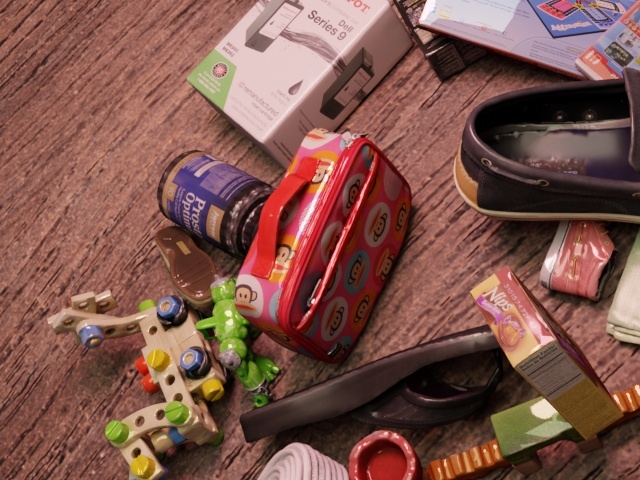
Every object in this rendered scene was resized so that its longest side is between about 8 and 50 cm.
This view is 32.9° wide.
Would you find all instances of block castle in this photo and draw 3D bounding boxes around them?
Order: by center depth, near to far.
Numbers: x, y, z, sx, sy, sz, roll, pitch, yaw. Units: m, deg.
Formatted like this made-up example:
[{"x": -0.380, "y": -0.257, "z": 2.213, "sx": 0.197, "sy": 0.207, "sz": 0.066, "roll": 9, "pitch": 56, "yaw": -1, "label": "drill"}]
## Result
[{"x": 0.277, "y": 0.304, "z": 1.218, "sx": 0.453, "sy": 0.213, "sz": 0.303, "roll": -23, "pitch": 59, "yaw": 14, "label": "block castle"}]

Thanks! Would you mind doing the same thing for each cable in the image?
[{"x": -0.052, "y": 0.370, "z": 1.285, "sx": 0.089, "sy": 0.257, "sz": 0.257, "roll": 27, "pitch": 101, "yaw": -9, "label": "cable"}]

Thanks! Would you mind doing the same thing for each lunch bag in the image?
[{"x": 0.000, "y": 0.000, "z": 1.468, "sx": 0.120, "sy": 0.258, "sz": 0.293, "roll": 16, "pitch": 75, "yaw": 31, "label": "lunch bag"}]

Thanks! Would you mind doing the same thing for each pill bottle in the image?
[{"x": -0.133, "y": -0.045, "z": 1.637, "sx": 0.219, "sy": 0.123, "sz": 0.123, "roll": 28, "pitch": 81, "yaw": 34, "label": "pill bottle"}]

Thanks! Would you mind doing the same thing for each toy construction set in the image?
[{"x": -0.254, "y": 0.199, "z": 1.577, "sx": 0.215, "sy": 0.151, "sz": 0.328, "roll": -35, "pitch": 67, "yaw": 7, "label": "toy construction set"}]

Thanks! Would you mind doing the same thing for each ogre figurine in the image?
[{"x": -0.114, "y": 0.131, "z": 1.547, "sx": 0.096, "sy": 0.118, "sz": 0.197, "roll": -2, "pitch": 67, "yaw": 25, "label": "ogre figurine"}]

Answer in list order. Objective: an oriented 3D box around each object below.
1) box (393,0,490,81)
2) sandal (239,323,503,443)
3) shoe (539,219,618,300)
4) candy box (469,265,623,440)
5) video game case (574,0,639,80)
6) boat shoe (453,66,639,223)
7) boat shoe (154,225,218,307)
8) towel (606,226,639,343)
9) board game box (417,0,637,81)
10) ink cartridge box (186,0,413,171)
[{"x": 0.219, "y": -0.353, "z": 1.636, "sx": 0.180, "sy": 0.077, "sz": 0.147, "roll": -31, "pitch": 57, "yaw": 9, "label": "box"}, {"x": 0.107, "y": 0.200, "z": 1.408, "sx": 0.445, "sy": 0.167, "sz": 0.107, "roll": -24, "pitch": 84, "yaw": 23, "label": "sandal"}, {"x": 0.356, "y": -0.009, "z": 1.421, "sx": 0.081, "sy": 0.063, "sz": 0.178, "roll": 18, "pitch": 79, "yaw": 27, "label": "shoe"}, {"x": 0.232, "y": 0.117, "z": 1.109, "sx": 0.053, "sy": 0.186, "sz": 0.109, "roll": -36, "pitch": 43, "yaw": 11, "label": "candy box"}, {"x": 0.518, "y": -0.274, "z": 1.460, "sx": 0.285, "sy": 0.025, "sz": 0.204, "roll": -43, "pitch": 69, "yaw": 1, "label": "video game case"}, {"x": 0.409, "y": -0.121, "z": 1.333, "sx": 0.500, "sy": 0.156, "sz": 0.187, "roll": -3, "pitch": 61, "yaw": 13, "label": "boat shoe"}, {"x": -0.197, "y": 0.052, "z": 1.646, "sx": 0.068, "sy": 0.072, "sz": 0.190, "roll": -16, "pitch": 37, "yaw": -14, "label": "boat shoe"}, {"x": 0.538, "y": 0.050, "z": 1.318, "sx": 0.324, "sy": 0.038, "sz": 0.248, "roll": 17, "pitch": 75, "yaw": 32, "label": "towel"}, {"x": 0.294, "y": -0.328, "z": 1.537, "sx": 0.281, "sy": 0.027, "sz": 0.145, "roll": 20, "pitch": 90, "yaw": 7, "label": "board game box"}, {"x": -0.032, "y": -0.283, "z": 1.699, "sx": 0.289, "sy": 0.121, "sz": 0.211, "roll": -48, "pitch": 56, "yaw": -2, "label": "ink cartridge box"}]
